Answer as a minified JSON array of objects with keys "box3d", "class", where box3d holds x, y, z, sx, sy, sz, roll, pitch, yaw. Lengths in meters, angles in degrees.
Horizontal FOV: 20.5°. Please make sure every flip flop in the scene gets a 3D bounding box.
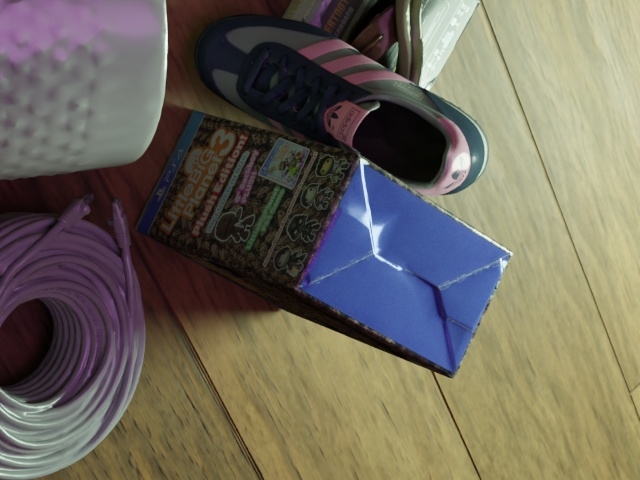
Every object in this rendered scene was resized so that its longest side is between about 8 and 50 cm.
[{"box3d":[0.067,-0.218,1.810,0.080,0.112,0.277,5,111,0],"class":"flip flop"}]

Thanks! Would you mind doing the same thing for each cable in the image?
[{"box3d":[-0.282,0.098,1.696,0.257,0.089,0.257,-31,122,-36],"class":"cable"}]

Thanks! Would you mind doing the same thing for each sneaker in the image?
[{"box3d":[0.012,-0.137,1.726,0.131,0.319,0.112,-34,145,-75],"class":"sneaker"}]

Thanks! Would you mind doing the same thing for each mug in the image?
[{"box3d":[-0.316,-0.211,1.453,0.328,0.276,0.374,-8,148,-25],"class":"mug"}]

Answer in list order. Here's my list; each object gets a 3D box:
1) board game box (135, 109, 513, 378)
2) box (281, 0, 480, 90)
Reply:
[{"box3d":[0.000,0.000,1.766,0.232,0.291,0.141,30,83,-37],"class":"board game box"},{"box3d":[0.046,-0.210,1.889,0.183,0.056,0.231,33,83,-36],"class":"box"}]
